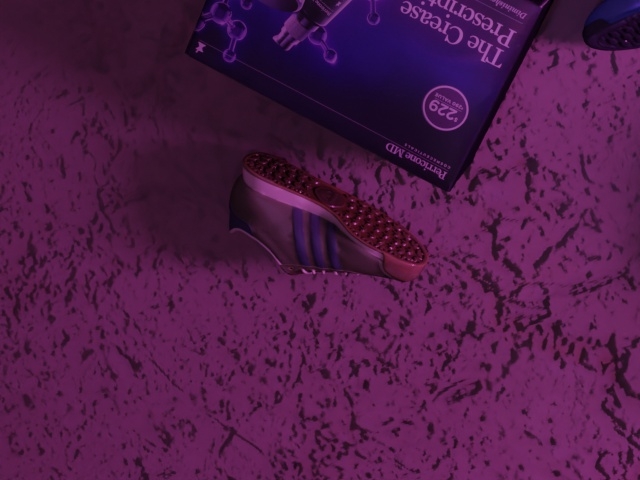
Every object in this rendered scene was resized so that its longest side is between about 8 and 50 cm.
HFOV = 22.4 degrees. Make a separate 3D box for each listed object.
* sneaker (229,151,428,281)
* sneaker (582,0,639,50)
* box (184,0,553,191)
[{"bbox_3d":[0.000,0.000,1.487,0.192,0.064,0.086,30,122,6],"label":"sneaker"},{"bbox_3d":[0.302,-0.227,1.321,0.209,0.069,0.082,-28,65,32],"label":"sneaker"},{"bbox_3d":[0.043,-0.188,1.387,0.261,0.103,0.184,28,116,7],"label":"box"}]
